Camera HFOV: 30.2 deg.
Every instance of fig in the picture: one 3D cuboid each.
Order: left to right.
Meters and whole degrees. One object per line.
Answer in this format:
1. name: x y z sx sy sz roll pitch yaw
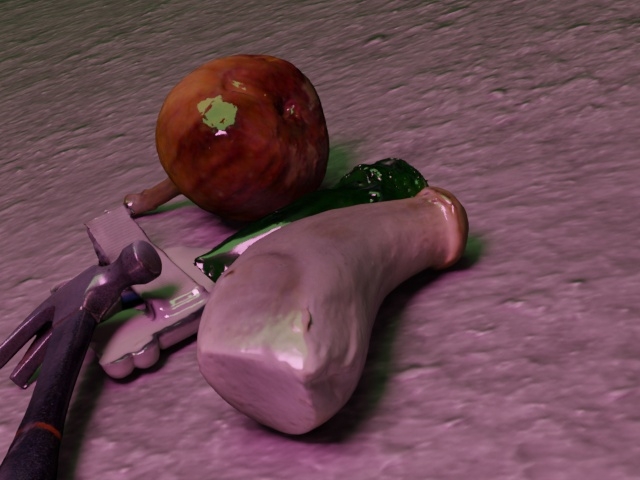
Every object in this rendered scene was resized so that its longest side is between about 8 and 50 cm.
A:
1. fig: -0.104 -0.089 1.069 0.231 0.143 0.160 2 39 33

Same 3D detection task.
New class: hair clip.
1. hair clip: -0.140 0.033 0.955 0.140 0.054 0.220 -21 27 -20

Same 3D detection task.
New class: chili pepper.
1. chili pepper: 0.000 -0.002 0.920 0.098 0.061 0.224 32 46 32

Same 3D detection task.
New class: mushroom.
1. mushroom: 0.008 0.028 0.803 0.118 0.103 0.270 16 33 21

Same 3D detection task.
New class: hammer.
1. hammer: -0.186 0.115 0.789 0.137 0.037 0.290 -32 26 21
